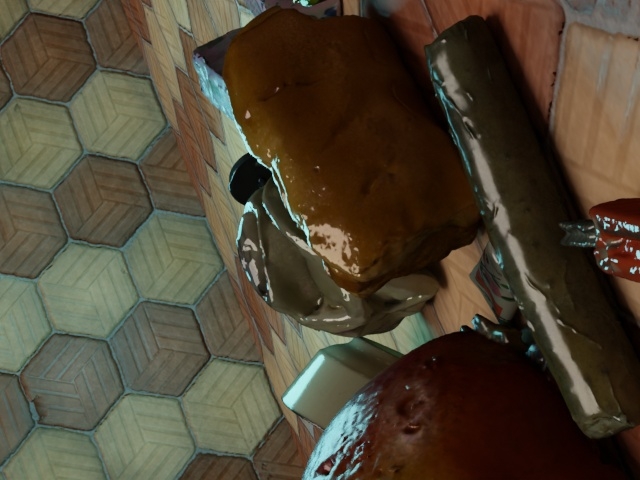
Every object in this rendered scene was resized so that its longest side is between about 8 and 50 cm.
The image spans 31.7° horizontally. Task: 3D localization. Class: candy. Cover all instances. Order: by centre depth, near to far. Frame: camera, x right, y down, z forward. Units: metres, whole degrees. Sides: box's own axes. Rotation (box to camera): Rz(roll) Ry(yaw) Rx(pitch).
[{"bbox_3d":[-0.044,-0.302,1.396,0.073,0.092,0.160,82,164,-50],"label":"candy"}]

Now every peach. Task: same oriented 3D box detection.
[{"bbox_3d":[0.148,0.283,1.121,0.416,0.353,0.339,-72,-10,-45],"label":"peach"}]

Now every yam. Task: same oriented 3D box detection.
[{"bbox_3d":[0.179,-0.011,0.951,0.083,0.083,0.371,119,130,-74],"label":"yam"}]

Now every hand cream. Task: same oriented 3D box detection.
[{"bbox_3d":[0.179,0.034,1.105,0.080,0.050,0.234,61,172,17],"label":"hand cream"}]

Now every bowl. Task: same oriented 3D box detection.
[{"bbox_3d":[0.077,0.207,1.495,0.126,0.238,0.238,-65,17,0],"label":"bowl"}]

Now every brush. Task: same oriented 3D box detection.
[{"bbox_3d":[0.231,-0.001,0.751,0.323,0.070,0.051,-168,62,-76],"label":"brush"}]

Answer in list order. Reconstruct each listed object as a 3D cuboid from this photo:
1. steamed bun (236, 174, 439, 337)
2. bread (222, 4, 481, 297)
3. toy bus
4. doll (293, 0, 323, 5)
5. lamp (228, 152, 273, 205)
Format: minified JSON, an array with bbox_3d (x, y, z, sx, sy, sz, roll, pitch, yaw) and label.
[{"bbox_3d":[0.000,0.000,1.429,0.280,0.207,0.268,123,126,-73],"label":"steamed bun"},{"bbox_3d":[0.025,-0.110,1.185,0.344,0.195,0.149,60,170,28],"label":"bread"},{"bbox_3d":[-0.083,-0.222,1.585,0.317,0.138,0.112,-138,31,-61],"label":"toy bus"},{"bbox_3d":[-0.020,-0.341,1.197,0.134,0.106,0.186,31,142,52],"label":"doll"},{"bbox_3d":[-0.048,-0.062,1.761,0.371,0.130,0.108,-135,36,-66],"label":"lamp"}]
